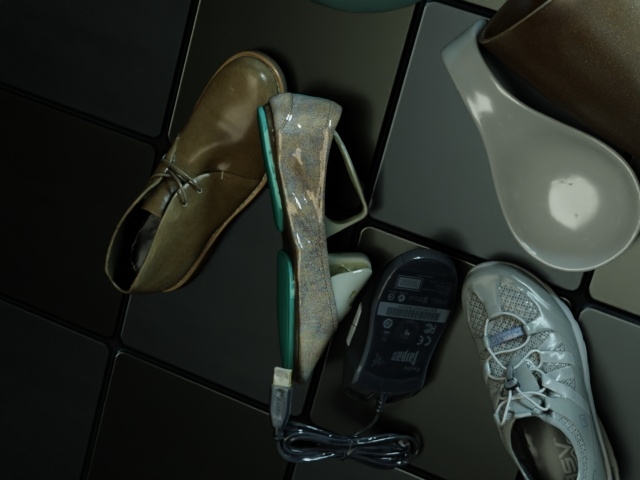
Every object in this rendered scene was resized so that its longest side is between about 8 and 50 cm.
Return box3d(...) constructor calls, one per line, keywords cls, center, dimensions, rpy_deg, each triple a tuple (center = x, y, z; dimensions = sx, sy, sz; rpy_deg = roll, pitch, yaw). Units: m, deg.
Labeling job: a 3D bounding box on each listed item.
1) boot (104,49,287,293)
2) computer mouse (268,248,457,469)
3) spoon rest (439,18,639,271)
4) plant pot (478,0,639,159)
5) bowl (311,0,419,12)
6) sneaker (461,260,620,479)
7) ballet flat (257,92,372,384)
box3d(cls="boot", center=(-0.135, -0.065, 1.566), dimensions=(0.112, 0.115, 0.305), rpy_deg=(35, 109, 16))
box3d(cls="computer mouse", center=(0.035, 0.118, 1.523), dimensions=(0.184, 0.060, 0.262), rpy_deg=(3, 112, -22))
box3d(cls="spoon rest", center=(0.209, -0.092, 1.434), dimensions=(0.137, 0.084, 0.276), rpy_deg=(-38, 84, 24))
box3d(cls="plant pot", center=(0.302, -0.171, 1.332), dimensions=(0.215, 0.215, 0.230), rpy_deg=(-39, 101, 24))
box3d(cls="bowl", center=(0.014, -0.377, 1.417), dimensions=(0.312, 0.163, 0.311), rpy_deg=(5, 102, 23))
box3d(cls="sneaker", center=(0.218, 0.148, 1.452), dimensions=(0.105, 0.115, 0.281), rpy_deg=(-30, 79, 24))
box3d(cls="ballet flat", center=(0.000, 0.000, 1.530), dimensions=(0.106, 0.107, 0.316), rpy_deg=(-7, 106, -7))
